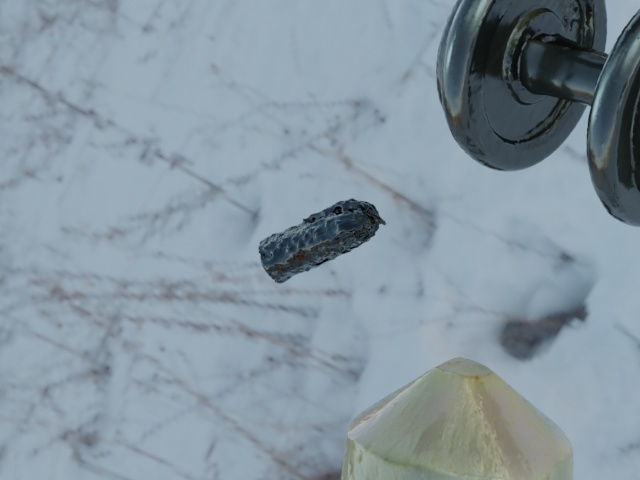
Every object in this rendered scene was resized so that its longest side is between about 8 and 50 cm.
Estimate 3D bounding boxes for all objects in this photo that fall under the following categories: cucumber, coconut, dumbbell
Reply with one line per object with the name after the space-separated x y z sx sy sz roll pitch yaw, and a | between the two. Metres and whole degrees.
0.000 0.000 1.610 0.181 0.053 0.053 -23 48 46 | cucumber
0.153 0.247 1.790 0.259 0.259 0.259 -33 42 36 | coconut
0.210 -0.122 1.243 0.290 0.192 0.192 24 85 40 | dumbbell
